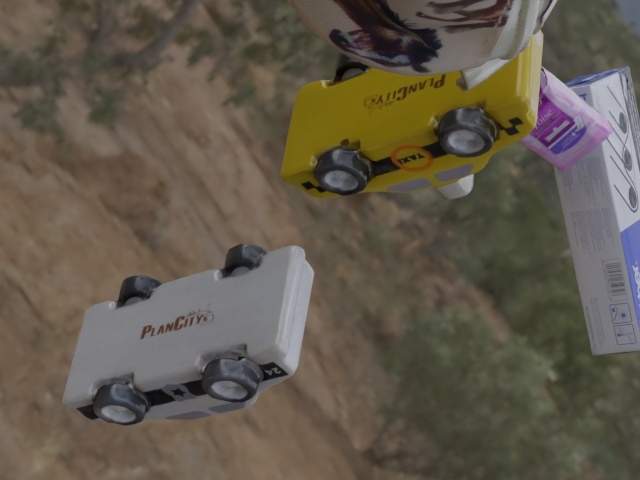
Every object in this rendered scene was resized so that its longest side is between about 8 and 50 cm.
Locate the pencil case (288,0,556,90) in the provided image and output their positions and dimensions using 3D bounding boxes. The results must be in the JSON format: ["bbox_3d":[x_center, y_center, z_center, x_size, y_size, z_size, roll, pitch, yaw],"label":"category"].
[{"bbox_3d":[0.090,-0.202,0.638,0.183,0.160,0.410,63,-18,9],"label":"pencil case"}]

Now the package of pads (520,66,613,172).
[{"bbox_3d":[0.165,-0.087,1.121,0.083,0.050,0.032,31,25,-37],"label":"package of pads"}]

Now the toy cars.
[{"bbox_3d":[0.000,0.000,1.021,0.087,0.393,0.176,42,4,-38],"label":"toy cars"}]

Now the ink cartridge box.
[{"bbox_3d":[0.226,-0.024,1.213,0.097,0.046,0.207,-26,106,-58],"label":"ink cartridge box"}]
